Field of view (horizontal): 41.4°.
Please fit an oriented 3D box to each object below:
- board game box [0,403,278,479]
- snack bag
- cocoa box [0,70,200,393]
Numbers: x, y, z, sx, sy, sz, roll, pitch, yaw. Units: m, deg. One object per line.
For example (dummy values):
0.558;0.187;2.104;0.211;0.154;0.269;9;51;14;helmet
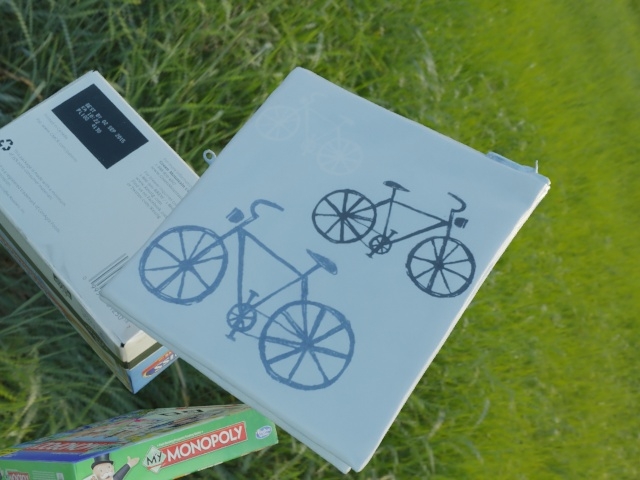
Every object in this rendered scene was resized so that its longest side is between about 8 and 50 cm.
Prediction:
-0.221;0.228;0.919;0.213;0.317;0.046;-9;85;-38;board game box
0.000;0.000;0.826;0.323;0.037;0.342;29;71;24;snack bag
-0.286;-0.007;1.178;0.231;0.228;0.347;-39;77;-23;cocoa box
